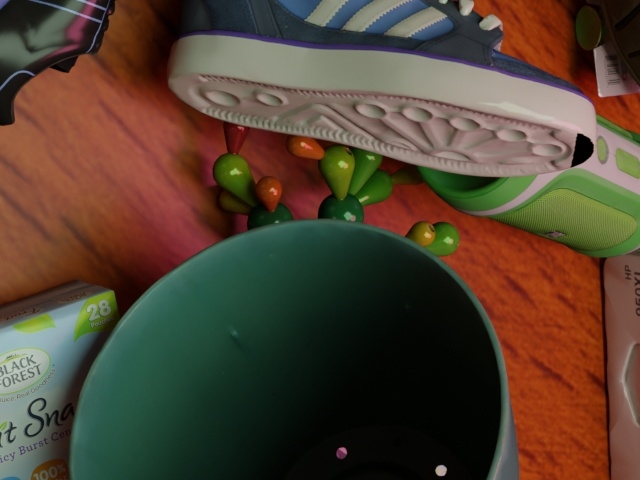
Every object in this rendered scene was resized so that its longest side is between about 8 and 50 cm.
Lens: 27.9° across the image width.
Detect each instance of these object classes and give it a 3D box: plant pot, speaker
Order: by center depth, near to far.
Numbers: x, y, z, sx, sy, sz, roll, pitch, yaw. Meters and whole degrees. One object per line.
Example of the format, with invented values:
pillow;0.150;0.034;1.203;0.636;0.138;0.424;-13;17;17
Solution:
plant pot;0.008;0.169;0.908;0.293;0.293;0.235;-54;147;-17
speaker;0.199;-0.062;1.108;0.296;0.131;0.131;15;87;-53

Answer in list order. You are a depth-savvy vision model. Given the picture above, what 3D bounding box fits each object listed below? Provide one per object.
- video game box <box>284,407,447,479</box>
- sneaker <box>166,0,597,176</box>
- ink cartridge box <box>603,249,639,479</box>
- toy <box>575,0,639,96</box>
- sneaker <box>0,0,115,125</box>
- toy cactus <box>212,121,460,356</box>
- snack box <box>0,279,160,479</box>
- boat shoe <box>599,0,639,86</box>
video game box;0.049;0.183;1.124;0.205;0.048;0.187;8;89;-35
sneaker;0.057;-0.189;0.949;0.130;0.322;0.236;76;26;-69
ink cartridge box;0.497;0.115;1.351;0.395;0.166;0.285;-13;103;-32
toy;0.352;-0.218;1.273;0.237;0.056;0.137;-9;92;-26
sneaker;-0.176;-0.181;0.907;0.232;0.081;0.090;-45;121;-14
toy cactus;0.000;0.000;1.036;0.219;0.112;0.180;19;89;-30
snack box;-0.214;0.153;0.924;0.174;0.070;0.207;-21;106;-31
boat shoe;0.306;-0.250;1.163;0.103;0.113;0.302;-28;92;-22
